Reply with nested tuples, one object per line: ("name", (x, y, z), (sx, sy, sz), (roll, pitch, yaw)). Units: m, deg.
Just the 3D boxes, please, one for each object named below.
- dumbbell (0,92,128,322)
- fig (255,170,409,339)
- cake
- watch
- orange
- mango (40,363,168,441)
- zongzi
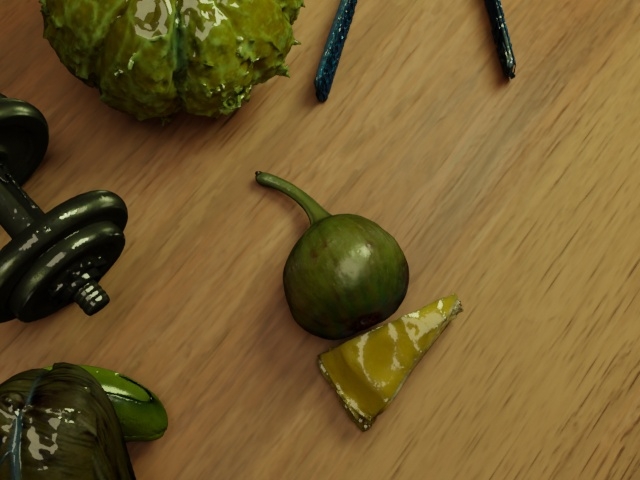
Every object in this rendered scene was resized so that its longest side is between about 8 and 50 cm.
("dumbbell", (-0.334, -0.031, 0.804), (0.192, 0.192, 0.290), (-42, 83, -14))
("fig", (0.000, 0.000, 0.880), (0.149, 0.149, 0.245), (-25, 59, -11))
("cake", (0.097, 0.142, 0.855), (0.185, 0.079, 0.116), (-15, 74, -13))
("watch", (0.107, -0.332, 0.994), (0.277, 0.068, 0.274), (-7, 81, -7))
("orange", (-0.169, -0.288, 0.873), (0.301, 0.223, 0.299), (-3, 86, -9))
("mango", (-0.250, 0.185, 0.815), (0.165, 0.074, 0.091), (15, 107, -16))
("zongzi", (-0.179, 0.304, 0.722), (0.361, 0.160, 0.322), (14, 98, -4))
